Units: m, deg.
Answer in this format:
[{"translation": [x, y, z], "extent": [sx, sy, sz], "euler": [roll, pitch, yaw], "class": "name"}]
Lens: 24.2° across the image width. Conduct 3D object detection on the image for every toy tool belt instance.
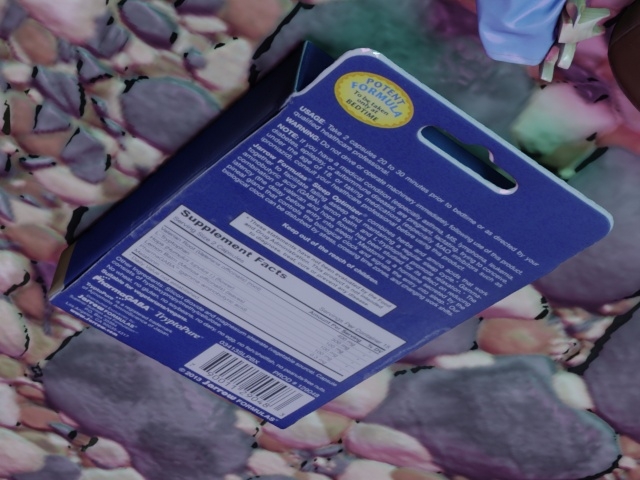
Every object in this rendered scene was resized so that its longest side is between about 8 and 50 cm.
[{"translation": [0.071, -0.081, 0.504], "extent": [0.052, 0.051, 0.083], "euler": [6, 140, 7], "class": "toy tool belt"}]

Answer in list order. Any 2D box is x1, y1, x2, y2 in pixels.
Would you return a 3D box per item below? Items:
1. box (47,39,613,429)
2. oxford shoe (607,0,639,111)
[{"translation": [0.000, 0.000, 0.629], "extent": [0.136, 0.036, 0.225], "euler": [32, 137, -23], "class": "box"}, {"translation": [0.196, -0.035, 0.524], "extent": [0.227, 0.082, 0.096], "euler": [29, 160, -23], "class": "oxford shoe"}]
